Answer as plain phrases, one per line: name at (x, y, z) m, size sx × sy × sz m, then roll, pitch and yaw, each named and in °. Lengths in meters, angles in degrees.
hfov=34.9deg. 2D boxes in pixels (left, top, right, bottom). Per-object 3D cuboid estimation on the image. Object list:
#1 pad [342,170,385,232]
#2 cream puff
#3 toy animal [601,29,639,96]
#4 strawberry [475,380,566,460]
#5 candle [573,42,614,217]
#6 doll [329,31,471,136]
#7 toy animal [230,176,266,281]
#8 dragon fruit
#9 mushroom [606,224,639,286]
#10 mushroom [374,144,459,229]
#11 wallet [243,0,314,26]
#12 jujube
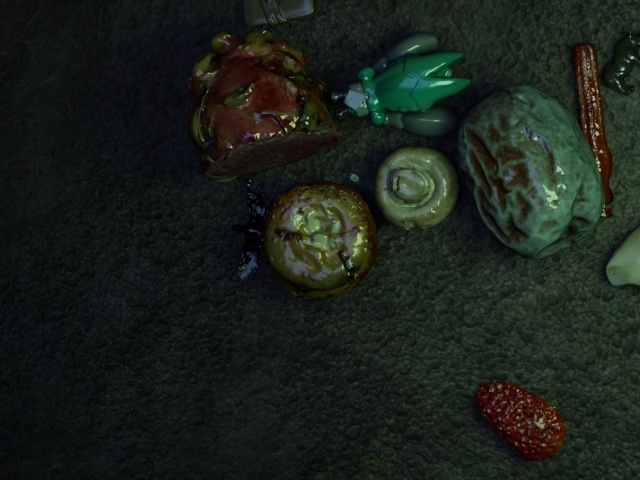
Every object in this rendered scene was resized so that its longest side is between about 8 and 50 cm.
pad at (0.057, -0.030, 2.052) m, size 0.116 × 0.004 × 0.193 m, roll 35°, pitch 102°, yaw 14°
cream puff at (0.001, 0.000, 1.988) m, size 0.240 × 0.164 × 0.240 m, roll -1°, pitch 82°, yaw 7°
toy animal at (0.567, -0.334, 1.856) m, size 0.065 × 0.047 × 0.135 m, roll 31°, pitch 101°, yaw 16°
strawberry at (0.372, 0.344, 1.924) m, size 0.188 × 0.082 × 0.121 m, roll 30°, pitch 103°, yaw 12°
candle at (0.507, -0.202, 1.882) m, size 0.051 × 0.048 × 0.329 m, roll -6°, pitch 90°, yaw -23°
doll at (0.156, -0.305, 1.938) m, size 0.258 × 0.153 × 0.194 m, roll 12°, pitch 101°, yaw 8°
toy animal at (-0.132, -0.019, 2.093) m, size 0.108 × 0.062 × 0.220 m, roll 7°, pitch 95°, yaw 36°
dragon fruit at (-0.141, -0.277, 1.964) m, size 0.314 × 0.296 × 0.262 m, roll -16°, pitch 83°, yaw 10°
mushroom at (0.609, 0.010, 1.833) m, size 0.212 × 0.088 × 0.097 m, roll -39°, pitch 90°, yaw 9°
mushroom at (0.182, -0.100, 1.947) m, size 0.166 × 0.127 × 0.166 m, roll 3°, pitch 99°, yaw 21°
wallet at (-0.086, -0.496, 2.068) m, size 0.153 × 0.039 × 0.117 m, roll -7°, pitch 87°, yaw 17°
jujube at (0.364, -0.129, 1.822) m, size 0.215 × 0.246 × 0.308 m, roll -22°, pitch 67°, yaw -13°
